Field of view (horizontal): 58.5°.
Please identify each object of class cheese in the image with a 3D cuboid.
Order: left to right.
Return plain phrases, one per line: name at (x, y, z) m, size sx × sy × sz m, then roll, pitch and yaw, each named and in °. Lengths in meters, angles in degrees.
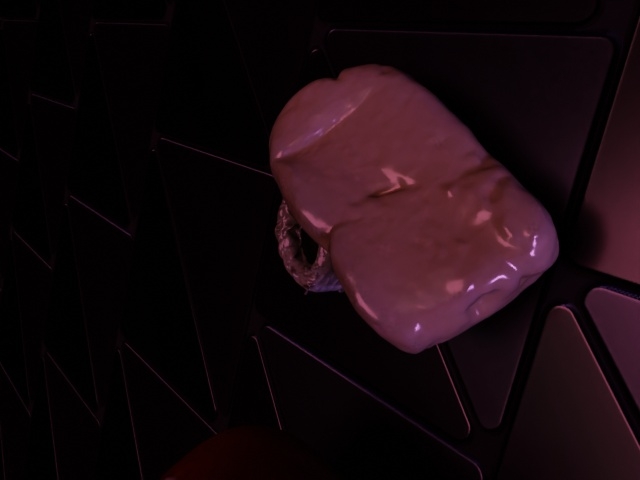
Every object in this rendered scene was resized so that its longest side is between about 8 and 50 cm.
cheese at (0.059, -0.040, 0.483) m, size 0.159 × 0.093 × 0.263 m, roll -34°, pitch 60°, yaw 3°

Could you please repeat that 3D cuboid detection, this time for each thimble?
thimble at (0.000, 0.000, 0.590) m, size 0.084 × 0.062 × 0.110 m, roll -14°, pitch 77°, yaw 46°

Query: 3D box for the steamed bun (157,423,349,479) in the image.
steamed bun at (-0.044, 0.359, 0.478) m, size 0.235 × 0.248 × 0.379 m, roll 29°, pitch 104°, yaw 46°
